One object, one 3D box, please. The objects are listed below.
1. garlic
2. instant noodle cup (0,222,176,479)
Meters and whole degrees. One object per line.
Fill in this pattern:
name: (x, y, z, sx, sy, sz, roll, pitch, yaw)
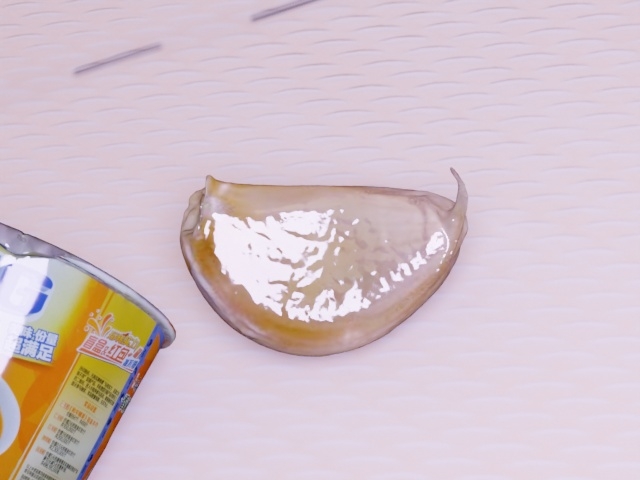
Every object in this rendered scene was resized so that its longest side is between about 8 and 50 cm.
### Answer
garlic: (0.007, 0.010, 1.511, 0.245, 0.164, 0.145, -4, 40, 10)
instant noodle cup: (-0.285, 0.119, 1.482, 0.296, 0.296, 0.214, 13, 73, 26)
